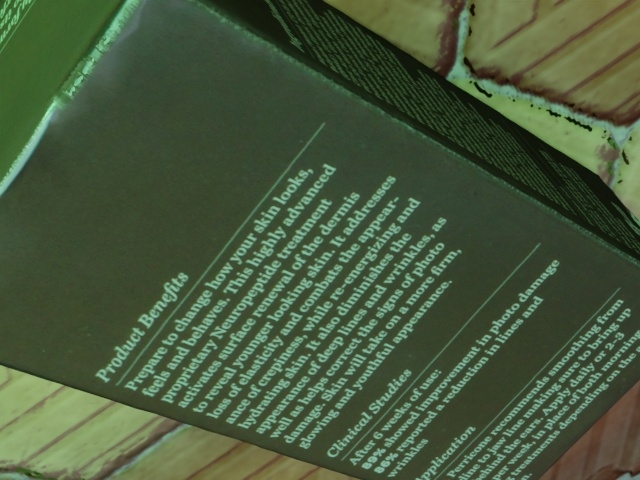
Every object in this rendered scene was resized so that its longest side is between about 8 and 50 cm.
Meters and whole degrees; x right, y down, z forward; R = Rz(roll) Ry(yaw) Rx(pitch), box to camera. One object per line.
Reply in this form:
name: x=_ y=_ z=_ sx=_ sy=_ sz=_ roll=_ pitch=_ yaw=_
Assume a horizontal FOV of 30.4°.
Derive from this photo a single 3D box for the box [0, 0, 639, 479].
box: x=0.000 y=0.000 z=0.605 sx=0.381 sy=0.143 sz=0.191 roll=25 pitch=114 yaw=-37
